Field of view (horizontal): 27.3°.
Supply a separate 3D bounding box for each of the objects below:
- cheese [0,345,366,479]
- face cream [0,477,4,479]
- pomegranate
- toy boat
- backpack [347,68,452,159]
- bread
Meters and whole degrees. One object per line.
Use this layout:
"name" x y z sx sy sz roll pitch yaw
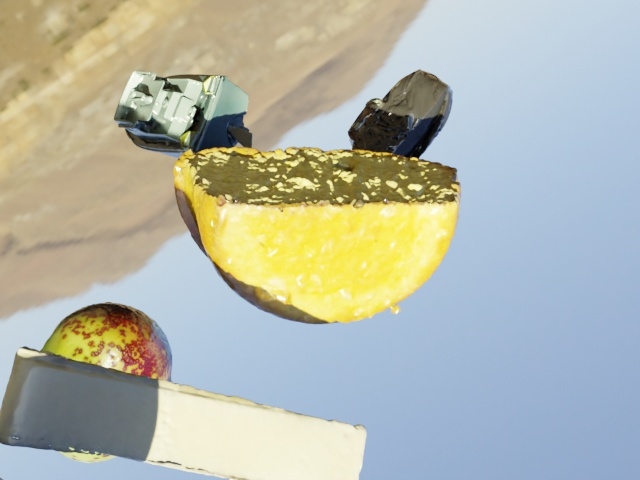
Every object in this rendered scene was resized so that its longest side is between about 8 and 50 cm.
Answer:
"cheese" -0.109 0.175 1.205 0.034 0.400 0.085 -4 -107 48
"face cream" -0.331 0.198 0.973 0.370 0.145 0.145 25 -131 32
"pomegranate" -0.253 0.197 1.707 0.214 0.248 0.214 -63 172 -17
"toy boat" -0.203 -0.172 1.787 0.296 0.122 0.114 14 -100 58
"backpack" 0.108 -0.160 1.817 0.165 0.106 0.120 -55 175 -4
"bread" 0.000 0.000 1.537 0.340 0.179 0.194 0 -158 -15
